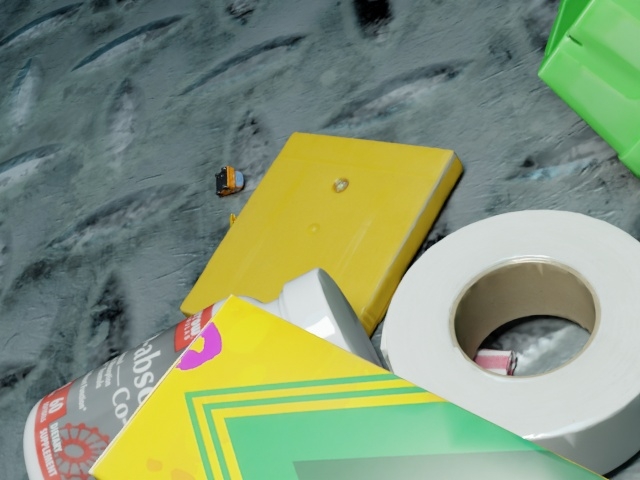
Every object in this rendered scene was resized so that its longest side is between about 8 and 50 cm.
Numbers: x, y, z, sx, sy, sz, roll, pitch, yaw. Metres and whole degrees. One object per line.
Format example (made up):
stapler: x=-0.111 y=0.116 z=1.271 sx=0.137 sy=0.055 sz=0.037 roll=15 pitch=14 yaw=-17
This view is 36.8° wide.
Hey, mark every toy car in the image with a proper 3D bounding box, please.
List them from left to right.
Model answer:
toy car: x=-0.127 y=-0.056 z=1.430 sx=0.041 sy=0.060 sz=0.122 roll=1 pitch=58 yaw=-24

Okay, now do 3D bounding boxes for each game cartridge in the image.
game cartridge: x=0.000 y=0.000 z=1.279 sx=0.285 sy=0.052 sz=0.323 roll=12 pitch=62 yaw=39

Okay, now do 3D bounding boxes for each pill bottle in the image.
pill bottle: x=-0.119 y=0.188 z=1.057 sx=0.363 sy=0.210 sz=0.210 roll=-29 pitch=42 yaw=8

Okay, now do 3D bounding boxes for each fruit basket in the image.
fruit basket: x=0.465 y=-0.221 z=1.014 sx=0.392 sy=0.392 sz=0.283 roll=-4 pitch=41 yaw=30

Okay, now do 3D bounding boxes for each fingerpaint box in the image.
fingerpaint box: x=0.112 y=0.273 z=0.659 sx=0.371 sy=0.445 sz=0.163 roll=22 pitch=67 yaw=42

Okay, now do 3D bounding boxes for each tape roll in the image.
tape roll: x=0.211 y=0.103 z=0.978 sx=0.286 sy=0.100 sz=0.286 roll=-12 pitch=46 yaw=12

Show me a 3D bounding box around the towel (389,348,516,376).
towel: x=0.125 y=0.202 z=1.029 sx=0.144 sy=0.029 sz=0.197 roll=-4 pitch=48 yaw=30
